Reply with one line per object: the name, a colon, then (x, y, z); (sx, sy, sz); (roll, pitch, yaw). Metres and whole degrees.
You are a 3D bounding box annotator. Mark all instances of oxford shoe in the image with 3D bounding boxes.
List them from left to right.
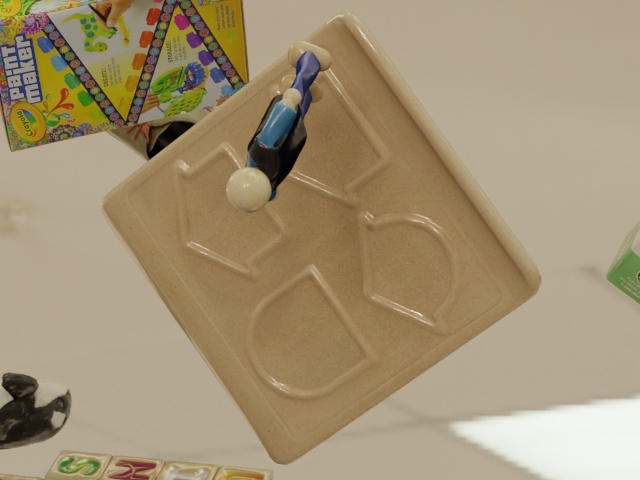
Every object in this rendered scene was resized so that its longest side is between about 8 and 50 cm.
oxford shoe: (-0.237, -0.179, 2.469); (0.348, 0.123, 0.130); (31, 13, -12)

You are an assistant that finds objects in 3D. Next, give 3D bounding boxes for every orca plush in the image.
orca plush: (-0.385, 0.211, 2.081); (0.151, 0.102, 0.287); (-20, -17, 25)

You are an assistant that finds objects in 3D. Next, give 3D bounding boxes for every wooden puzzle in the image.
wooden puzzle: (0.000, 0.000, 1.825); (0.348, 0.322, 0.080); (-37, -4, 23)

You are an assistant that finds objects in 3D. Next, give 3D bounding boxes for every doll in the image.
doll: (-0.036, -0.086, 1.604); (0.046, 0.189, 0.129); (19, -49, 3)

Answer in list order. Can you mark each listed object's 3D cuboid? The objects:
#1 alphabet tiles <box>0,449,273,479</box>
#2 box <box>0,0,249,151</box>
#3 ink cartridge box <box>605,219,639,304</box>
alphabet tiles: (-0.186, 0.284, 1.819); (0.342, 0.011, 0.285); (4, 23, 11)
box: (-0.254, -0.281, 2.135); (0.279, 0.290, 0.177); (-13, -47, -11)
ink cartridge box: (0.402, -0.002, 1.825); (0.154, 0.093, 0.212); (38, -51, 1)
